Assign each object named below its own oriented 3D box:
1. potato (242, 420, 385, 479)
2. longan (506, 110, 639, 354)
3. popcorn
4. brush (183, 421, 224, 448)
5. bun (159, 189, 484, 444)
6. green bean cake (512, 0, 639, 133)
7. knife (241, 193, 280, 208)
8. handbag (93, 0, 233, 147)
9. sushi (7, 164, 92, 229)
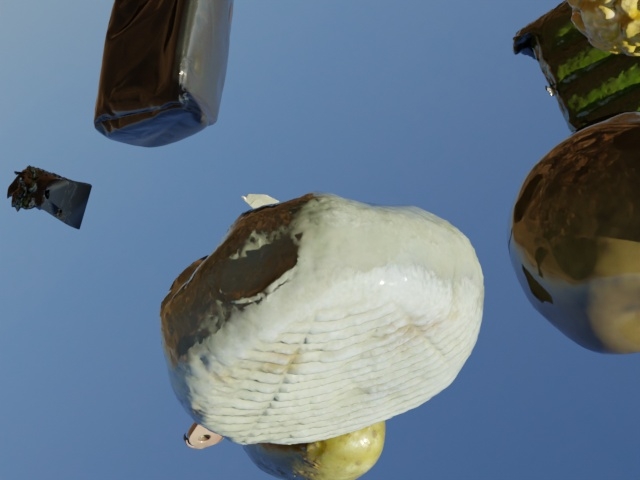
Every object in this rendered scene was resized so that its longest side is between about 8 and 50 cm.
[{"bbox_3d":[-0.021,0.255,1.966,0.307,0.173,0.210,10,-85,61],"label":"potato"},{"bbox_3d":[0.390,-0.005,1.587,0.350,0.288,0.288,3,-136,27],"label":"longan"},{"bbox_3d":[0.372,-0.282,1.551,0.170,0.180,0.180,-23,-151,40],"label":"popcorn"},{"bbox_3d":[-0.110,0.160,1.733,0.313,0.072,0.067,118,-34,-42],"label":"brush"},{"bbox_3d":[-0.002,0.067,1.409,0.354,0.354,0.194,-32,-123,15],"label":"bun"},{"bbox_3d":[0.472,-0.211,2.043,0.218,0.319,0.335,-32,162,32],"label":"green bean cake"},{"bbox_3d":[0.000,0.001,2.208,0.047,0.298,0.017,-53,-163,18],"label":"knife"},{"bbox_3d":[-0.218,-0.307,2.191,0.275,0.178,0.302,-5,-108,45],"label":"handbag"},{"bbox_3d":[-0.326,-0.058,1.628,0.083,0.084,0.056,38,-69,66],"label":"sushi"}]
